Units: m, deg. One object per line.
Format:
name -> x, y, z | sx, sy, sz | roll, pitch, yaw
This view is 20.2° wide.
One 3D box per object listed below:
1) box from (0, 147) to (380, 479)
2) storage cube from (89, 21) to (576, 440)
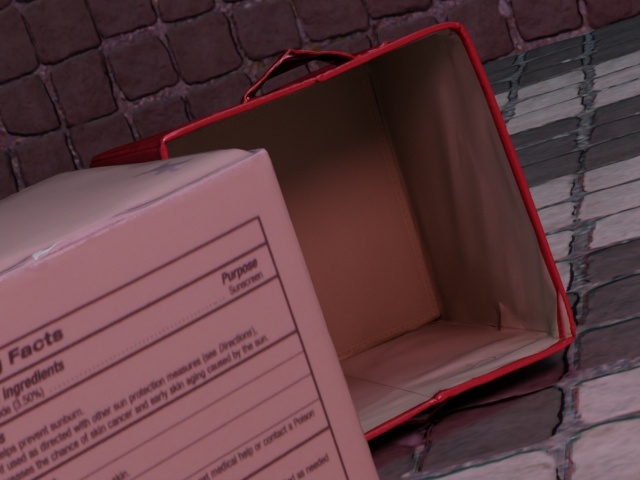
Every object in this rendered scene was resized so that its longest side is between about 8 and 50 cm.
box -> -0.070, 0.104, 0.586 | 0.148, 0.232, 0.127 | -27, 15, -36
storage cube -> 0.000, 0.000, 1.021 | 0.183, 0.215, 0.193 | -24, 6, -17
